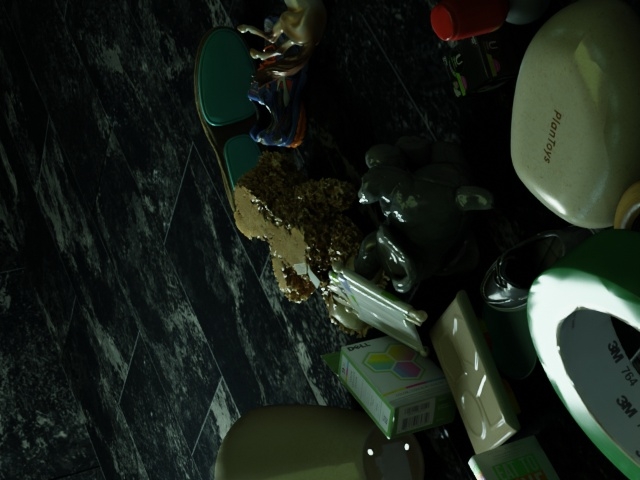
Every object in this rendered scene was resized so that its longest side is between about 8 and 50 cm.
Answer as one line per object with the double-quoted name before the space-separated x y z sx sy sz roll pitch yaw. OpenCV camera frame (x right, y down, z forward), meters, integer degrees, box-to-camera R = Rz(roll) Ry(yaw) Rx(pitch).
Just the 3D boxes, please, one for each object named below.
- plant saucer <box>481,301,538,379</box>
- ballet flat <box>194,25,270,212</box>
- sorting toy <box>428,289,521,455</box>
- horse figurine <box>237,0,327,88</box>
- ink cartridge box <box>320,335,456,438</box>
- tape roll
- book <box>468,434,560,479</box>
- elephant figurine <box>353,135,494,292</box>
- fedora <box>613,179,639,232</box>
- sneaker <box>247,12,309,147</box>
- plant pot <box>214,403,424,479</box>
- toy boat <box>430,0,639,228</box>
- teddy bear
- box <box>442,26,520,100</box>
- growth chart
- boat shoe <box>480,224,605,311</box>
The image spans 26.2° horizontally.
"plant saucer" 0.248 0.117 1.752 0.119 0.021 0.119 34 130 54
"ballet flat" -0.140 -0.188 2.331 0.124 0.116 0.342 156 97 -83
"sorting toy" 0.207 0.179 1.815 0.208 0.038 0.193 105 146 -69
"horse figurine" -0.050 -0.362 2.061 0.175 0.066 0.263 0 95 35
"ink cartridge box" 0.097 0.192 1.987 0.209 0.109 0.062 47 140 47
"tape roll" 0.345 0.140 1.376 0.321 0.077 0.321 47 159 24
"book" 0.260 0.324 1.730 0.144 0.096 0.035 61 149 31
"elephant figurine" 0.130 -0.004 1.808 0.186 0.170 0.239 -84 -3 -58
"fedora" 0.376 0.019 1.386 0.194 0.079 0.194 50 152 39
"sneaker" -0.071 -0.247 2.161 0.083 0.087 0.221 30 127 56
"plant pot" 0.022 0.358 2.103 0.274 0.257 0.256 -21 82 47
"toy boat" 0.264 -0.185 1.483 0.318 0.148 0.267 50 149 31
"teddy bear" 0.000 0.000 2.131 0.338 0.113 0.245 28 133 48
"box" 0.196 -0.215 1.677 0.083 0.052 0.062 -31 74 62
"growth chart" 0.080 0.096 1.906 0.172 0.021 0.237 32 168 17
"boat shoe" 0.247 0.035 1.634 0.228 0.076 0.080 -26 68 59
